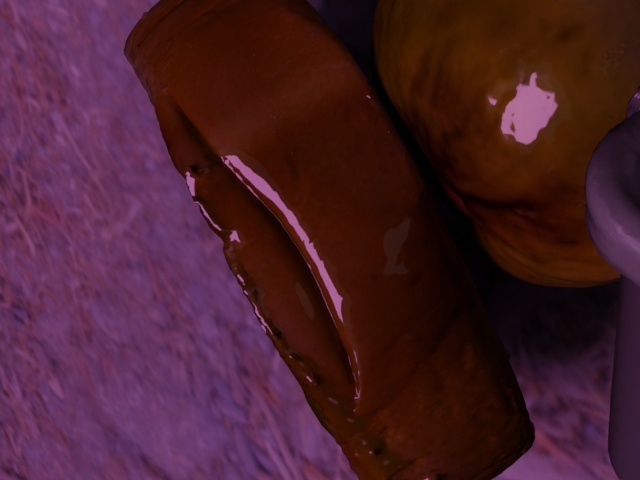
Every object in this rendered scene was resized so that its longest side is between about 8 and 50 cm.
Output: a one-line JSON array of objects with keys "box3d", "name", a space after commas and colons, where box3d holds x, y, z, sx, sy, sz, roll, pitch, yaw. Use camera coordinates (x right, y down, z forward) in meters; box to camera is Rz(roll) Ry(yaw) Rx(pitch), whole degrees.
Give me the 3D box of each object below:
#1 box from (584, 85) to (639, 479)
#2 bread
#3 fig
[{"box3d": [0.193, 0.048, 0.545, 0.243, 0.163, 0.135, 38, 149, 29], "name": "box"}, {"box3d": [0.000, 0.000, 0.740, 0.236, 0.070, 0.236, 61, 178, 4], "name": "bread"}, {"box3d": [0.080, -0.054, 0.641, 0.136, 0.121, 0.153, 55, 149, 3], "name": "fig"}]
